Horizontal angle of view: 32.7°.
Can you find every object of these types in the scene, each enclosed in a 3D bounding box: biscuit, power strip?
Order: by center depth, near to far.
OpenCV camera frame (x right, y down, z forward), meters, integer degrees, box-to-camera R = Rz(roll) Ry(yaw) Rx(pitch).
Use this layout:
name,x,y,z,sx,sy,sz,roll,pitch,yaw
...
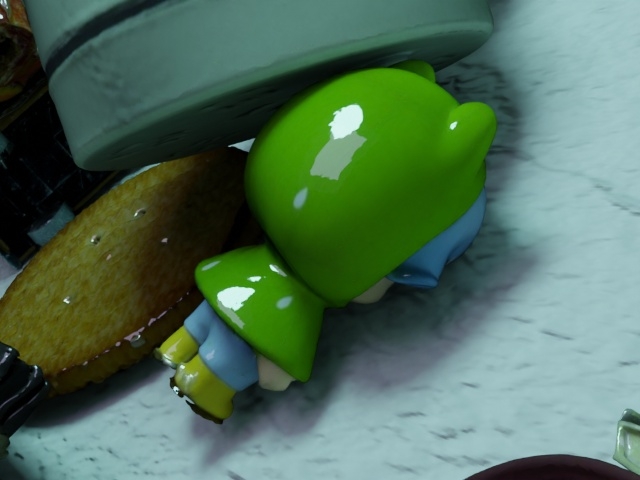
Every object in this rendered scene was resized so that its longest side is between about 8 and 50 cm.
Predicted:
name,x,y,z,sx,sy,sz,roll,pitch,yaw
power strip,-0.056,-0.170,0.833,0.357,0.161,0.357,-18,1,0
biscuit,-0.166,0.025,0.938,0.305,0.038,0.305,-26,29,16

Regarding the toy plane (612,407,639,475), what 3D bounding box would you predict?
name,x,y,z,sx,sy,sz,roll,pitch,yaw
toy plane,0.197,0.078,0.405,0.229,0.092,0.244,-32,21,42

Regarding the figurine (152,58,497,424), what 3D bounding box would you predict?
name,x,y,z,sx,sy,sz,roll,pitch,yaw
figurine,0.000,0.000,0.699,0.263,0.143,0.162,-47,31,6

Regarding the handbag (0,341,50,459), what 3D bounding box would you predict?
name,x,y,z,sx,sy,sz,roll,pitch,yaw
handbag,-0.317,0.184,0.716,0.288,0.152,0.342,-12,42,49

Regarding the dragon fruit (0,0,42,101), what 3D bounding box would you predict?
name,x,y,z,sx,sy,sz,roll,pitch,yaw
dragon fruit,-0.353,-0.255,1.090,0.250,0.250,0.315,-23,47,23

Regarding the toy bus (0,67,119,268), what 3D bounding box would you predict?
name,x,y,z,sx,sy,sz,roll,pitch,yaw
toy bus,-0.280,-0.120,1.181,0.275,0.138,0.167,-44,27,-9

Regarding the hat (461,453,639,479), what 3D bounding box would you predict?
name,x,y,z,sx,sy,sz,roll,pitch,yaw
hat,0.056,0.162,0.392,0.205,0.089,0.205,-38,30,28
